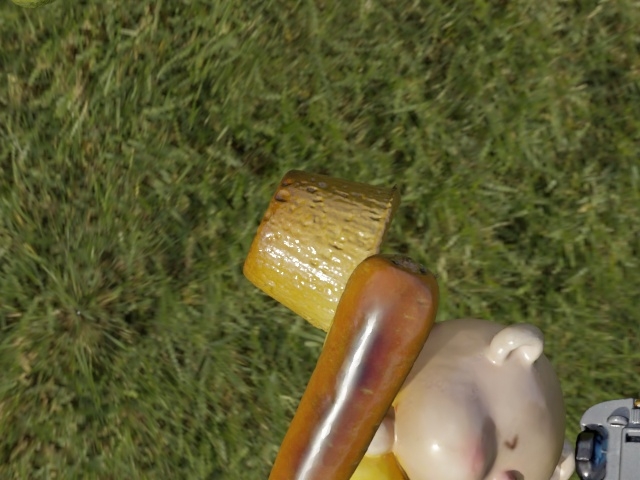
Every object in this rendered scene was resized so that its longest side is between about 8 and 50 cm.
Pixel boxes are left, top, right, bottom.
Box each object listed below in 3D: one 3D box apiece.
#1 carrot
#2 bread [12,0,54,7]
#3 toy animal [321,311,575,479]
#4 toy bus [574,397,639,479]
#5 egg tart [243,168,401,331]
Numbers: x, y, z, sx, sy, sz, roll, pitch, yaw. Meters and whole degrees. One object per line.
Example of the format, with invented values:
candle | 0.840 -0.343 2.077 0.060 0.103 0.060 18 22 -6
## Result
carrot | -0.004 0.090 0.480 0.037 0.037 0.190 22 106 -9
bread | -0.245 -0.420 1.228 0.348 0.348 0.307 -21 96 -12
toy animal | 0.118 0.211 1.149 0.247 0.345 0.277 10 53 12
toy bus | 0.286 0.253 1.031 0.126 0.136 0.209 -2 60 23
egg tart | 0.000 0.000 1.467 0.147 0.202 0.202 25 82 1
